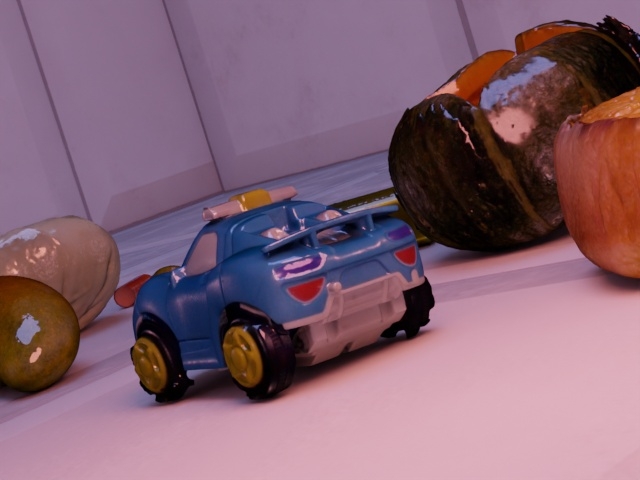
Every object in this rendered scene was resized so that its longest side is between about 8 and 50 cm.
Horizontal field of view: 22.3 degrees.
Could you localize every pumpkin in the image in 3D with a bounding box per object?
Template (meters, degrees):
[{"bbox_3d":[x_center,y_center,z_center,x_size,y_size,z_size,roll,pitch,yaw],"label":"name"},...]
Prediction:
[{"bbox_3d":[0.221,-0.113,1.777,0.320,0.192,0.320,-29,10,6],"label":"pumpkin"}]

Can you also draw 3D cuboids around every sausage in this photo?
[{"bbox_3d":[-0.275,0.073,2.428,0.034,0.034,0.129,-16,5,12],"label":"sausage"}]

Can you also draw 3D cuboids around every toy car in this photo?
[{"bbox_3d":[-0.052,0.039,1.431,0.198,0.166,0.314,-17,4,-34],"label":"toy car"}]

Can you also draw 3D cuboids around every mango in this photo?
[{"bbox_3d":[-0.359,0.108,1.886,0.146,0.129,0.289,-19,14,-34],"label":"mango"}]

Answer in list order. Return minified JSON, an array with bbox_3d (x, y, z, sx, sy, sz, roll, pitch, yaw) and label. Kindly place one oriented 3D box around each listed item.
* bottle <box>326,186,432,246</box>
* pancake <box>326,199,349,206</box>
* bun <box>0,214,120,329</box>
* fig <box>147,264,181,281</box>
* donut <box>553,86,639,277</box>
[{"bbox_3d":[0.000,0.000,2.047,0.286,0.082,0.082,-16,6,16],"label":"bottle"},{"bbox_3d":[0.030,-0.032,2.367,0.427,0.066,0.305,-17,3,22],"label":"pancake"},{"bbox_3d":[-0.388,0.066,2.234,0.259,0.160,0.259,-27,-7,-4],"label":"bun"},{"bbox_3d":[-0.165,0.070,1.941,0.098,0.082,0.084,5,-18,34],"label":"fig"},{"bbox_3d":[0.333,-0.066,1.347,0.299,0.150,0.317,-25,9,-38],"label":"donut"}]
